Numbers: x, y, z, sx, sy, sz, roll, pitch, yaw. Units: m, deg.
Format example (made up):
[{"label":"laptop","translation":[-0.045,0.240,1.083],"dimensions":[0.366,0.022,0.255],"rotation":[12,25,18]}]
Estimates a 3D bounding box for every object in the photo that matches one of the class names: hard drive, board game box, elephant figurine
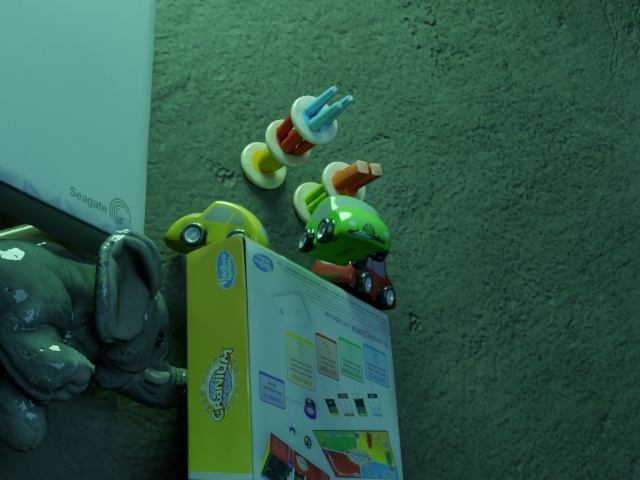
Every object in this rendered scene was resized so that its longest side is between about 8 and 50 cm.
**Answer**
[{"label":"hard drive","translation":[-0.229,-0.185,1.075],"dimensions":[0.233,0.047,0.353],"rotation":[31,53,-53]},{"label":"board game box","translation":[-0.015,0.182,1.072],"dimensions":[0.242,0.064,0.317],"rotation":[31,48,-49]},{"label":"elephant figurine","translation":[-0.193,0.064,1.021],"dimensions":[0.169,0.186,0.239],"rotation":[36,33,25]}]

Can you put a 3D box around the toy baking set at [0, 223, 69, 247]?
[{"label":"toy baking set","translation":[-0.276,-0.073,1.096],"dimensions":[0.256,0.030,0.197],"rotation":[-13,75,-40]}]

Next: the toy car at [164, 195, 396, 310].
[{"label":"toy car","translation":[0.000,0.000,1.117],"dimensions":[0.239,0.225,0.053],"rotation":[18,73,-20]}]

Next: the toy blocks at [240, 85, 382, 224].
[{"label":"toy blocks","translation":[0.007,-0.083,1.229],"dimensions":[0.123,0.148,0.054],"rotation":[37,51,-14]}]
